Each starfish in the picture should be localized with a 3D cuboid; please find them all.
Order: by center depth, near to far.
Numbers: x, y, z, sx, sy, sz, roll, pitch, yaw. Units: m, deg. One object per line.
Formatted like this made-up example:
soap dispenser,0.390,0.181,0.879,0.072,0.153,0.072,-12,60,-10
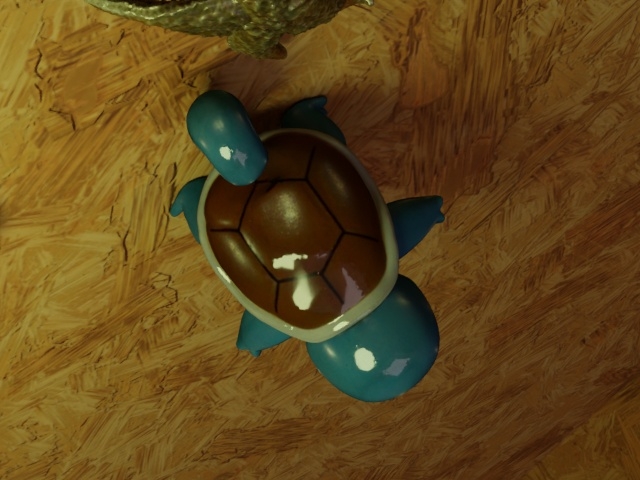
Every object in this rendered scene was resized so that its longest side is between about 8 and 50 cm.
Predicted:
starfish,-0.049,-0.237,1.156,0.327,0.094,0.375,-14,163,-18

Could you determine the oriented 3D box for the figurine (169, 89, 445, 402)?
figurine,-0.015,-0.017,1.431,0.298,0.243,0.416,-37,112,-3
